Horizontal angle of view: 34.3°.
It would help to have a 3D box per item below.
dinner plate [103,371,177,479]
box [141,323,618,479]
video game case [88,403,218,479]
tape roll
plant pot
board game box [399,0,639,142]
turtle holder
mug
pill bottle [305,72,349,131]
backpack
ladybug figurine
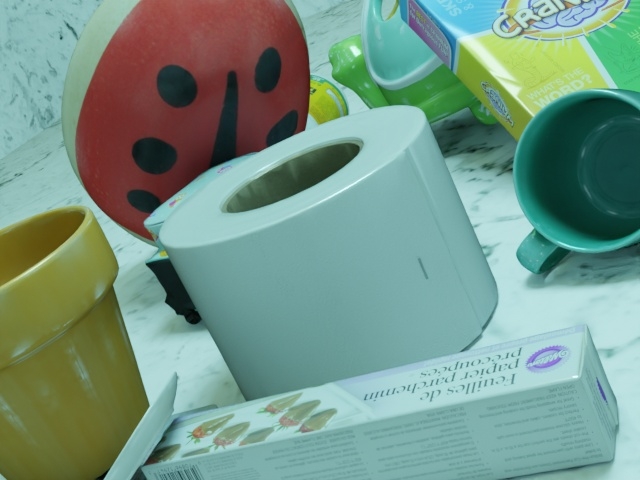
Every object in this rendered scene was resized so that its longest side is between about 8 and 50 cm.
[{"bbox_3d":[-0.138,0.159,0.756,0.141,0.017,0.141,-57,2,2],"label":"dinner plate"},{"bbox_3d":[0.031,0.132,0.698,0.324,0.067,0.063,-17,20,26],"label":"box"},{"bbox_3d":[-0.182,0.210,0.831,0.173,0.022,0.190,-17,21,22],"label":"video game case"},{"bbox_3d":[0.008,0.014,0.885,0.246,0.169,0.246,-22,19,8],"label":"tape roll"},{"bbox_3d":[-0.240,0.101,0.864,0.205,0.187,0.205,-22,20,8],"label":"plant pot"},{"bbox_3d":[0.262,-0.216,1.076,0.242,0.064,0.316,-29,55,-10],"label":"board game box"},{"bbox_3d":[0.162,-0.265,1.335,0.243,0.227,0.320,-34,9,-10],"label":"turtle holder"},{"bbox_3d":[0.226,-0.054,0.851,0.158,0.129,0.097,-21,-6,37],"label":"mug"},{"bbox_3d":[-0.040,-0.157,1.499,0.118,0.117,0.208,-16,20,27],"label":"pill bottle"},{"bbox_3d":[-0.085,-0.014,1.135,0.166,0.144,0.188,-15,14,43],"label":"backpack"},{"bbox_3d":[-0.145,-0.137,1.232,0.305,0.449,0.161,-15,55,-18],"label":"ladybug figurine"}]
